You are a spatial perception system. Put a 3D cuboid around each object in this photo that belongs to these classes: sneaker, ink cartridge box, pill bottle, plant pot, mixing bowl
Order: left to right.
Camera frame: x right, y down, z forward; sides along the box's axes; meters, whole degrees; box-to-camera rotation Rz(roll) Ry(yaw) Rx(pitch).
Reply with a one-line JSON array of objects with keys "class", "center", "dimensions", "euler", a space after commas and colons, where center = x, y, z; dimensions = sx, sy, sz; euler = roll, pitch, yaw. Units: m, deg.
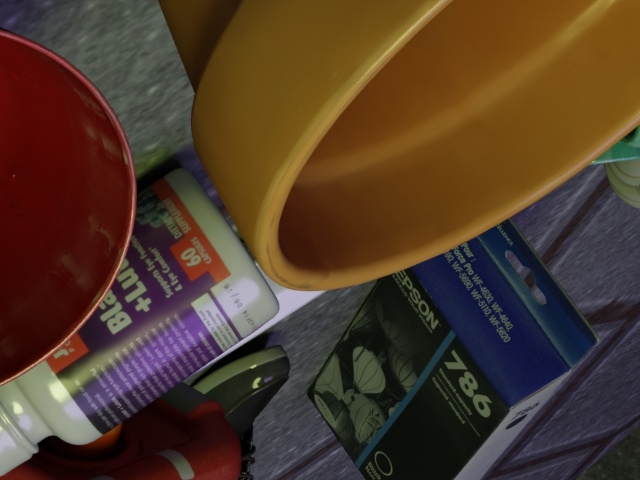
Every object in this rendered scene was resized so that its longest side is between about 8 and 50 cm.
[{"class": "mixing bowl", "center": [-0.178, -0.029, 0.819], "dimensions": [0.181, 0.098, 0.181], "euler": [-12, 126, -18]}, {"class": "pill bottle", "center": [-0.131, 0.052, 1.153], "dimensions": [0.193, 0.108, 0.108], "euler": [-35, 163, -5]}, {"class": "sneaker", "center": [-0.074, 0.184, 1.587], "dimensions": [0.083, 0.118, 0.222], "euler": [-13, 152, -51]}, {"class": "plant pot", "center": [0.041, -0.145, 0.802], "dimensions": [0.291, 0.203, 0.291], "euler": [-33, 163, -12]}, {"class": "ink cartridge box", "center": [0.100, 0.108, 1.640], "dimensions": [0.065, 0.165, 0.333], "euler": [-23, 158, -32]}]

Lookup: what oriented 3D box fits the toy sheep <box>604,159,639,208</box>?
[{"class": "toy sheep", "center": [0.283, -0.066, 1.661], "dimensions": [0.091, 0.091, 0.132], "euler": [-38, 154, 6]}]

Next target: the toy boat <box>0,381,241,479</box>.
[{"class": "toy boat", "center": [-0.155, 0.115, 1.276], "dimensions": [0.231, 0.151, 0.151], "euler": [-17, 124, -48]}]

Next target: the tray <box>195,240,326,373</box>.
[{"class": "tray", "center": [0.000, 0.000, 1.395], "dimensions": [0.270, 0.030, 0.145], "euler": [-32, 163, -12]}]

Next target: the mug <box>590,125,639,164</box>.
[{"class": "mug", "center": [0.178, -0.100, 1.289], "dimensions": [0.157, 0.097, 0.129], "euler": [-5, -177, 36]}]
